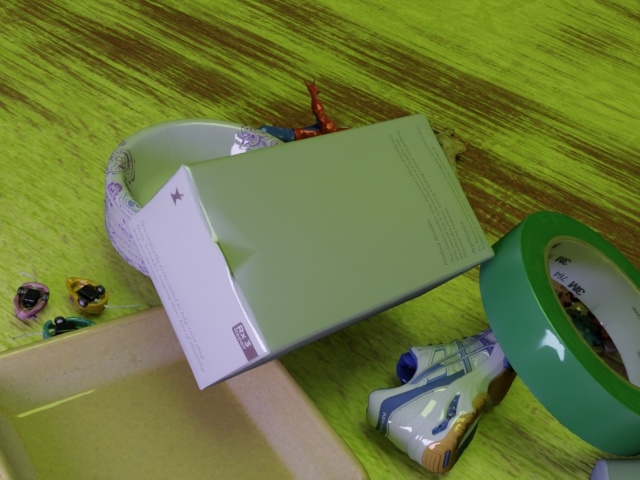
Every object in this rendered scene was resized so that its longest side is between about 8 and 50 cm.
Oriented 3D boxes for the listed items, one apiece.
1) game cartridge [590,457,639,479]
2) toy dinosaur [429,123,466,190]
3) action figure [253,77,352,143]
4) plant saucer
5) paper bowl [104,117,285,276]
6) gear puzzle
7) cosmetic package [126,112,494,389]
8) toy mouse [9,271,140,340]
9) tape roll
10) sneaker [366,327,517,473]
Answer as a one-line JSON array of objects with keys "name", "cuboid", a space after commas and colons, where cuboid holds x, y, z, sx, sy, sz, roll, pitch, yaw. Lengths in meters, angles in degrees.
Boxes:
[{"name": "game cartridge", "cuboid": [0.421, 0.366, 0.986, 0.196, 0.060, 0.294, 0, 40, -12]}, {"name": "toy dinosaur", "cuboid": [0.216, -0.167, 1.591, 0.092, 0.053, 0.183, 11, 38, -7]}, {"name": "action figure", "cuboid": [-0.080, -0.190, 1.493, 0.280, 0.091, 0.139, -5, 50, -23]}, {"name": "plant saucer", "cuboid": [-0.170, 0.222, 0.956, 0.332, 0.081, 0.333, -16, 46, -33]}, {"name": "paper bowl", "cuboid": [-0.153, -0.034, 1.229, 0.284, 0.148, 0.284, 9, 38, -7]}, {"name": "gear puzzle", "cuboid": [0.465, 0.093, 1.347, 0.338, 0.044, 0.175, -4, 41, -22]}, {"name": "cosmetic package", "cuboid": [0.000, 0.000, 1.047, 0.385, 0.156, 0.217, -16, 78, -39]}, {"name": "toy mouse", "cuboid": [-0.331, 0.095, 1.105, 0.161, 0.031, 0.143, 25, 39, 14]}, {"name": "tape roll", "cuboid": [0.344, 0.111, 1.136, 0.321, 0.077, 0.321, 28, 38, -25]}, {"name": "sneaker", "cuboid": [0.170, 0.157, 1.122, 0.131, 0.112, 0.296, 27, 36, 24]}]
